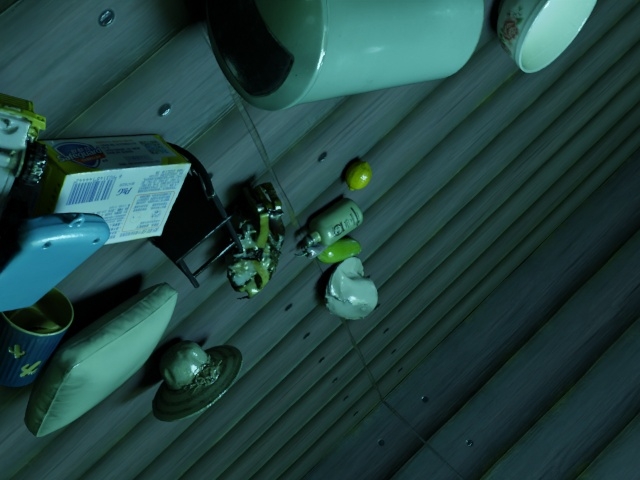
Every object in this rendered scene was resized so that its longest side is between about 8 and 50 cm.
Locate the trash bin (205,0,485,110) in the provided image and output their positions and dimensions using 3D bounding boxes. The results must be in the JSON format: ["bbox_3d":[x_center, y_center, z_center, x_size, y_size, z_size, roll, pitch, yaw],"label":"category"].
[{"bbox_3d":[0.030,-0.360,1.410,0.432,0.280,0.280,-14,140,-38],"label":"trash bin"}]

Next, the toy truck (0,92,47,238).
[{"bbox_3d":[-0.475,-0.084,1.263,0.136,0.111,0.286,14,131,-27],"label":"toy truck"}]

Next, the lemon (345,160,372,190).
[{"bbox_3d":[0.090,-0.154,2.126,0.062,0.062,0.083,-9,134,-53],"label":"lemon"}]

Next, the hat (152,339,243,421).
[{"bbox_3d":[-0.312,0.293,2.071,0.252,0.252,0.110,-39,117,-17],"label":"hat"}]

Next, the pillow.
[{"bbox_3d":[-0.425,0.226,1.738,0.322,0.120,0.255,-38,168,-50],"label":"pillow"}]

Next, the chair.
[{"bbox_3d":[-0.250,-0.043,1.639,0.141,0.154,0.260,-42,157,-12],"label":"chair"}]

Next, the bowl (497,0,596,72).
[{"bbox_3d":[0.521,-0.551,2.124,0.277,0.145,0.277,-38,153,-23],"label":"bowl"}]

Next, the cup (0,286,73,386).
[{"bbox_3d":[-0.536,0.162,1.542,0.176,0.131,0.155,12,126,-28],"label":"cup"}]

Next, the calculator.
[{"bbox_3d":[-0.439,0.039,1.322,0.293,0.051,0.173,-35,165,30],"label":"calculator"}]

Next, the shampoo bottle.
[{"bbox_3d":[0.023,-0.035,2.174,0.162,0.079,0.079,-34,153,-25],"label":"shampoo bottle"}]

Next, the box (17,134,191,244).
[{"bbox_3d":[-0.362,-0.080,1.467,0.265,0.097,0.168,-13,139,-50],"label":"box"}]

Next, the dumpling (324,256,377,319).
[{"bbox_3d":[0.089,0.132,2.508,0.247,0.142,0.173,44,54,-59],"label":"dumpling"}]

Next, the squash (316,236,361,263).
[{"bbox_3d":[0.049,0.024,2.326,0.201,0.066,0.066,-4,132,-59],"label":"squash"}]

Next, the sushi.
[{"bbox_3d":[-0.150,-0.006,1.916,0.131,0.139,0.291,-13,142,-20],"label":"sushi"}]

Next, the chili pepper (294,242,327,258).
[{"bbox_3d":[0.000,0.000,2.220,0.153,0.050,0.041,-40,179,-26],"label":"chili pepper"}]
